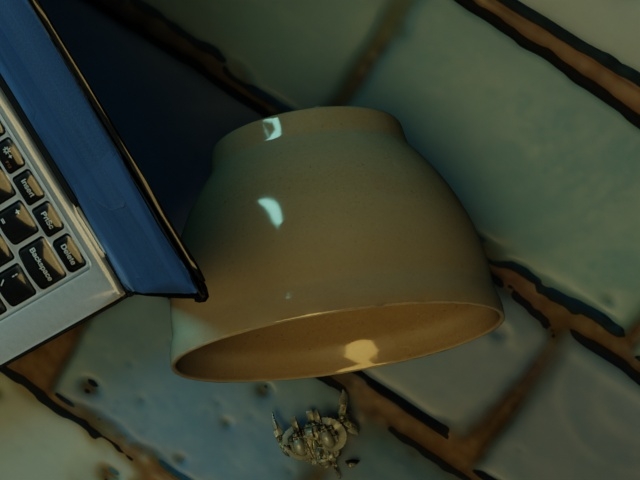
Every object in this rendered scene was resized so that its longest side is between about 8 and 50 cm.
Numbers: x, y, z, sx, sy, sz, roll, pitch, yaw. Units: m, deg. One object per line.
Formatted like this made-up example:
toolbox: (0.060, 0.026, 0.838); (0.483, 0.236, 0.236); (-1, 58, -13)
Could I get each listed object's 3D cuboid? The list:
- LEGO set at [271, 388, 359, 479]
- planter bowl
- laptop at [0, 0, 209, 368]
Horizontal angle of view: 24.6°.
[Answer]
LEGO set: (-0.006, 0.121, 0.810); (0.054, 0.023, 0.083); (13, 108, 11)
planter bowl: (0.000, 0.000, 0.717); (0.162, 0.162, 0.109); (-15, 75, 18)
laptop: (-0.269, -0.083, 0.707); (0.408, 0.236, 0.382); (-28, 96, 22)
